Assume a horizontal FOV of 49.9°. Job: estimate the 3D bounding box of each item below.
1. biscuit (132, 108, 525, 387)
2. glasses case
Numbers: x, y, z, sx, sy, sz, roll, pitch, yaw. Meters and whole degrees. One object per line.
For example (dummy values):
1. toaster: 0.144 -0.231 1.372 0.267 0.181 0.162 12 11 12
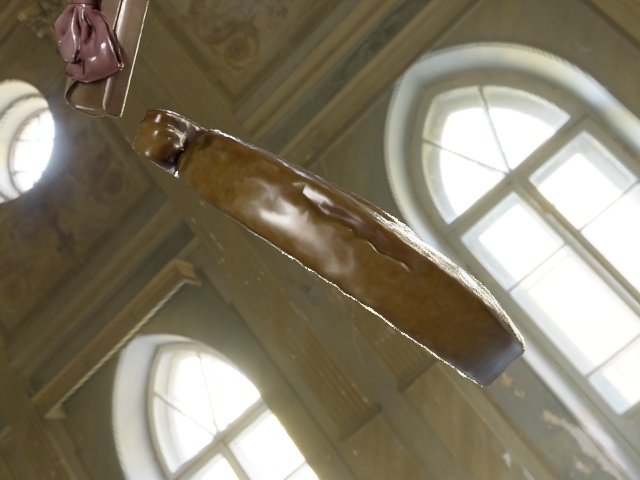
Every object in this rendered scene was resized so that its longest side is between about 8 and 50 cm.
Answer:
1. biscuit: 0.005 -0.008 0.584 0.070 0.350 0.394 -55 11 -1
2. glasses case: -0.196 -0.208 0.620 0.070 0.102 0.194 12 -82 -27
